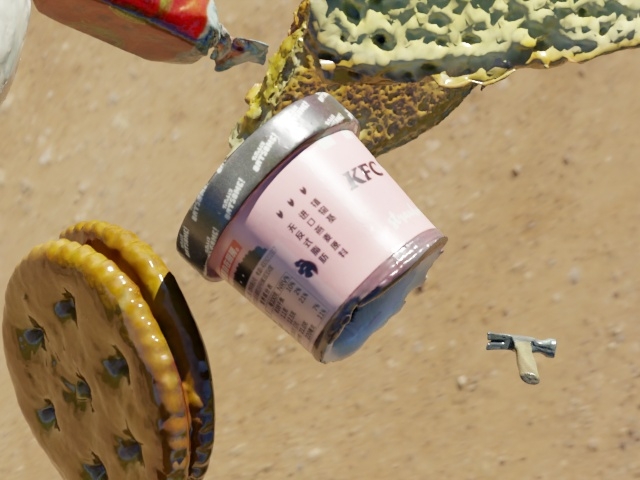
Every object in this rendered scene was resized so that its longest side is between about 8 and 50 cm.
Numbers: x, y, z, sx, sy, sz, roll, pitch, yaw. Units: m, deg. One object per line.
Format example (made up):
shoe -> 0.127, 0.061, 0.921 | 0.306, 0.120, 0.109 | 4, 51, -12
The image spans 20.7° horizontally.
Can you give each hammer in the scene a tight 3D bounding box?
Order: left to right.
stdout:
hammer -> 0.168, 0.098, 1.458 | 0.062, 0.182, 0.017 | 9, 96, 5

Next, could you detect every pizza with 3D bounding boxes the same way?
pizza -> 0.035, -0.158, 1.386 | 0.292, 0.058, 0.197 | -32, 127, -14

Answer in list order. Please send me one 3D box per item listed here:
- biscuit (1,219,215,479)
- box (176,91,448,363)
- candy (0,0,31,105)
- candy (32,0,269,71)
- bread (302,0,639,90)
biscuit -> -0.149, 0.096, 1.243 | 0.066, 0.220, 0.220 | -19, 84, -36
box -> 0.000, 0.000, 1.176 | 0.151, 0.151, 0.135 | -39, 75, -23
candy -> -0.297, -0.103, 1.046 | 0.295, 0.295, 0.185 | -40, 107, -23
candy -> -0.171, -0.207, 1.523 | 0.292, 0.086, 0.059 | 20, 68, -34
bread -> 0.096, -0.170, 0.946 | 0.229, 0.139, 0.143 | -7, 115, -2
